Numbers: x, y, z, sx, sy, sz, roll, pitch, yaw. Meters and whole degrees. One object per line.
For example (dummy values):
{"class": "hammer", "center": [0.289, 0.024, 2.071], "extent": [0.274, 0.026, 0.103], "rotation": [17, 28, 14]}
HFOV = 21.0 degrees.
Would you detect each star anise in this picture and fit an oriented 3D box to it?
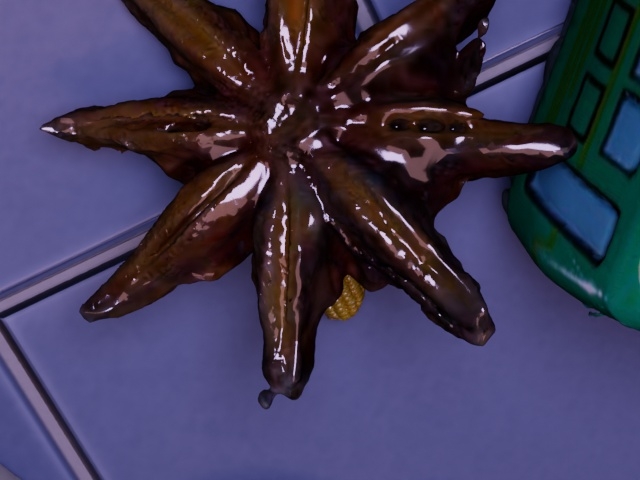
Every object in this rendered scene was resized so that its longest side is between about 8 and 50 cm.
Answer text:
{"class": "star anise", "center": [-0.006, -0.051, 0.842], "extent": [0.272, 0.102, 0.272], "rotation": [-1, 83, 11]}

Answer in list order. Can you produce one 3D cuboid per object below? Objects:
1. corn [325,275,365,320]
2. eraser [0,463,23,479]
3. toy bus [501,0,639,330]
{"class": "corn", "center": [0.000, 0.000, 0.909], "extent": [0.037, 0.037, 0.092], "rotation": [-19, 119, 0]}
{"class": "eraser", "center": [-0.260, 0.245, 0.933], "extent": [0.279, 0.124, 0.081], "rotation": [-41, 114, 10]}
{"class": "toy bus", "center": [0.227, -0.108, 0.807], "extent": [0.183, 0.199, 0.343], "rotation": [12, 111, -13]}
